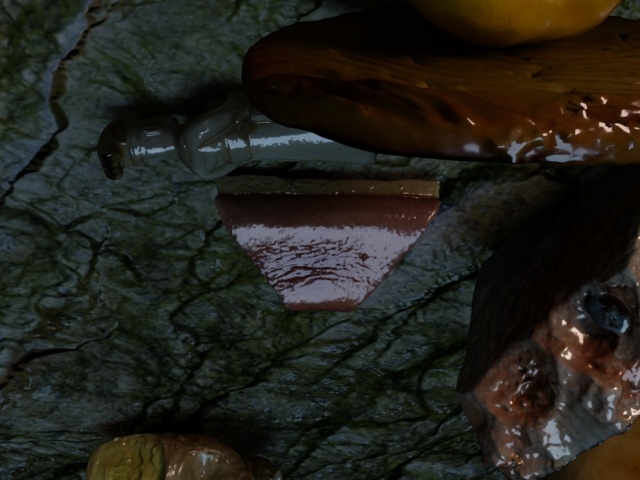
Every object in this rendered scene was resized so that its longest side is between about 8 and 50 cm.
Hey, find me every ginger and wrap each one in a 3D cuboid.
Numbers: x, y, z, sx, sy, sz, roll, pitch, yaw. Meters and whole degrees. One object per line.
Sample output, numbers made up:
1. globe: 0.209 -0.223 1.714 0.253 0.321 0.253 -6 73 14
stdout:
1. ginger: -0.143 0.301 1.643 0.218 0.123 0.270 -8 158 13

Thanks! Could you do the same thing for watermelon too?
1. watermelon: 0.240 0.031 1.179 0.151 0.302 0.264 47 134 -5

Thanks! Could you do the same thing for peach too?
1. peach: 0.116 -0.199 0.822 0.179 0.179 0.103 19 176 -32

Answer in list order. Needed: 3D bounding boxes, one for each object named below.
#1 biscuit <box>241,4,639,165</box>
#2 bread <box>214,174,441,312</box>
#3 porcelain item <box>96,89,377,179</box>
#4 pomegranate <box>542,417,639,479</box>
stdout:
1. biscuit: 0.108 -0.106 0.874 0.317 0.318 0.040 0 110 -6
2. bread: 0.000 -0.001 1.196 0.192 0.067 0.119 4 117 -7
3. porcelain item: -0.064 -0.082 1.086 0.213 0.054 0.084 -4 146 0
4. pomegranate: 0.398 0.329 1.550 0.410 0.410 0.410 -3 148 -2
